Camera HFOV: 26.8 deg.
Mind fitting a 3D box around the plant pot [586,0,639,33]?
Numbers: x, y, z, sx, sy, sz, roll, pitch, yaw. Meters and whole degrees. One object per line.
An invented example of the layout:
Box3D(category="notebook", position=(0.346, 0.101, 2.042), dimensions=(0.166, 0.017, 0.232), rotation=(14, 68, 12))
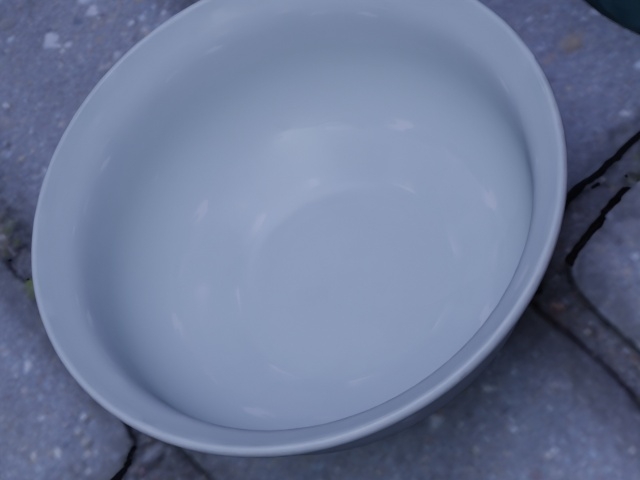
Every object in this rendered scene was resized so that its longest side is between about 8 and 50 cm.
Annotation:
Box3D(category="plant pot", position=(0.233, -0.285, 0.743), dimensions=(0.293, 0.235, 0.293), rotation=(-7, 71, 20))

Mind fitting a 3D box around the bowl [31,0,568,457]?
Box3D(category="bowl", position=(0.000, 0.000, 0.759), dimensions=(0.297, 0.134, 0.298), rotation=(-9, 61, 16))
